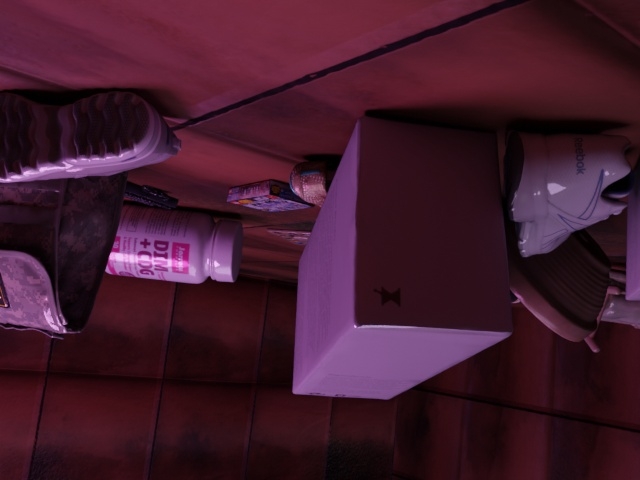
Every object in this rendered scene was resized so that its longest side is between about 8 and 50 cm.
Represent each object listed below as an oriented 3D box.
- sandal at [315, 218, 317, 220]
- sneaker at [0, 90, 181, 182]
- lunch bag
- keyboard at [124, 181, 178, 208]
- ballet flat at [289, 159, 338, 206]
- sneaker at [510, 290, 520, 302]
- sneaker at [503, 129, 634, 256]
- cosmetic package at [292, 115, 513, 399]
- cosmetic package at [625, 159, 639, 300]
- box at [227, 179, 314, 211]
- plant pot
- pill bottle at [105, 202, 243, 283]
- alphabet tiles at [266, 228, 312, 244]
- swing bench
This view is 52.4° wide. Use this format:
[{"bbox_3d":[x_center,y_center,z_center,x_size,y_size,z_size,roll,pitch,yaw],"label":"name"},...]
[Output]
[{"bbox_3d":[0.117,0.000,1.290,0.265,0.076,0.102,10,171,-25],"label":"sandal"},{"bbox_3d":[-0.298,-0.107,0.767,0.281,0.105,0.115,3,171,19],"label":"sneaker"},{"bbox_3d":[-0.465,0.001,1.028,0.235,0.287,0.169,5,172,20],"label":"lunch bag"},{"bbox_3d":[-0.348,-0.088,1.247,0.108,0.023,0.180,2,172,27],"label":"keyboard"},{"bbox_3d":[0.047,-0.065,0.923,0.067,0.073,0.206,-12,164,41],"label":"ballet flat"},{"bbox_3d":[0.398,0.082,1.489,0.127,0.126,0.321,8,-176,23],"label":"sneaker"},{"bbox_3d":[0.285,-0.045,0.746,0.129,0.111,0.297,-3,170,20],"label":"sneaker"},{"bbox_3d":[0.073,0.060,0.845,0.161,0.230,0.453,5,159,-8],"label":"cosmetic package"},{"bbox_3d":[0.410,-0.013,0.676,0.151,0.151,0.183,3,171,20],"label":"cosmetic package"},{"bbox_3d":[-0.085,-0.073,1.112,0.094,0.027,0.137,14,170,-36],"label":"box"},{"bbox_3d":[0.365,0.030,1.008,0.237,0.237,0.110,15,128,-47],"label":"plant pot"},{"bbox_3d":[-0.320,0.010,1.428,0.283,0.160,0.160,6,172,2],"label":"pill bottle"},{"bbox_3d":[0.000,0.000,1.644,0.198,0.009,0.237,4,172,19],"label":"alphabet tiles"},{"bbox_3d":[0.690,0.150,1.543,0.253,0.165,0.255,9,-164,-19],"label":"swing bench"}]
